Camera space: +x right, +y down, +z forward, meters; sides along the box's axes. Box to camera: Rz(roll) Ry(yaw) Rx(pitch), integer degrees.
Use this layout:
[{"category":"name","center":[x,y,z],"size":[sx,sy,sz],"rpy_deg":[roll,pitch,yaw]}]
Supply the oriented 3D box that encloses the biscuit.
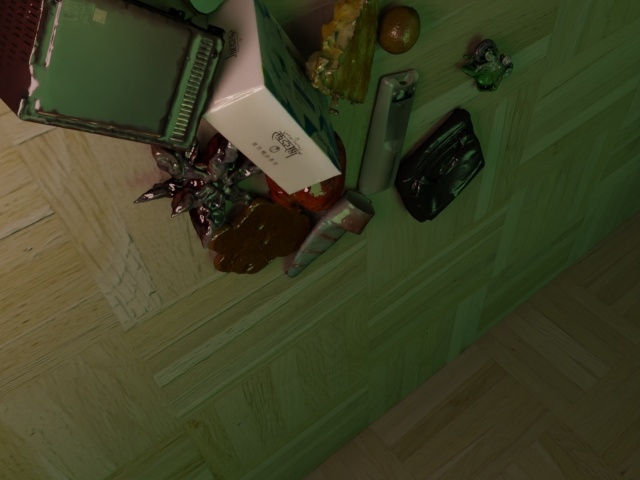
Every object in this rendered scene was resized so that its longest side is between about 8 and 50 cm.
[{"category":"biscuit","center":[-0.138,-0.011,1.288],"size":[0.290,0.041,0.208],"rpy_deg":[-1,129,-51]}]

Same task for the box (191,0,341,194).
[{"category":"box","center":[-0.080,-0.231,0.958],"size":[0.116,0.203,0.274],"rpy_deg":[-20,151,18]}]

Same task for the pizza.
[{"category":"pizza","center":[0.033,-0.338,1.023],"size":[0.287,0.075,0.279],"rpy_deg":[-54,155,-53]}]

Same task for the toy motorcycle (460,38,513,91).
[{"category":"toy motorcycle","center":[0.416,-0.427,1.449],"size":[0.106,0.074,0.190],"rpy_deg":[-49,148,20]}]

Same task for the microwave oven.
[{"category":"microwave oven","center":[-0.284,-0.244,0.762],"size":[0.248,0.188,0.178],"rpy_deg":[5,116,-45]}]

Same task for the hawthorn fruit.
[{"category":"hawthorn fruit","center":[-0.032,-0.144,1.178],"size":[0.174,0.174,0.178],"rpy_deg":[-20,109,-34]}]

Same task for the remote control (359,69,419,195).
[{"category":"remote control","center":[0.166,-0.240,1.373],"size":[0.109,0.055,0.312],"rpy_deg":[-22,139,-32]}]

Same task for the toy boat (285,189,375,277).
[{"category":"toy boat","center":[0.000,0.000,1.418],"size":[0.282,0.096,0.206],"rpy_deg":[-43,168,20]}]

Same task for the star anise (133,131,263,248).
[{"category":"star anise","center":[-0.202,-0.104,1.064],"size":[0.212,0.129,0.283],"rpy_deg":[-59,157,-3]}]

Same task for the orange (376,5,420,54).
[{"category":"orange","center":[0.157,-0.417,1.154],"size":[0.095,0.085,0.085],"rpy_deg":[-51,147,11]}]

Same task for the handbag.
[{"category":"handbag","center":[0.326,-0.195,1.579],"size":[0.275,0.088,0.244],"rpy_deg":[-43,143,-3]}]

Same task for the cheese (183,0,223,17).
[{"category":"cheese","center":[-0.143,-0.408,0.858],"size":[0.162,0.036,0.086],"rpy_deg":[-44,130,-8]}]
